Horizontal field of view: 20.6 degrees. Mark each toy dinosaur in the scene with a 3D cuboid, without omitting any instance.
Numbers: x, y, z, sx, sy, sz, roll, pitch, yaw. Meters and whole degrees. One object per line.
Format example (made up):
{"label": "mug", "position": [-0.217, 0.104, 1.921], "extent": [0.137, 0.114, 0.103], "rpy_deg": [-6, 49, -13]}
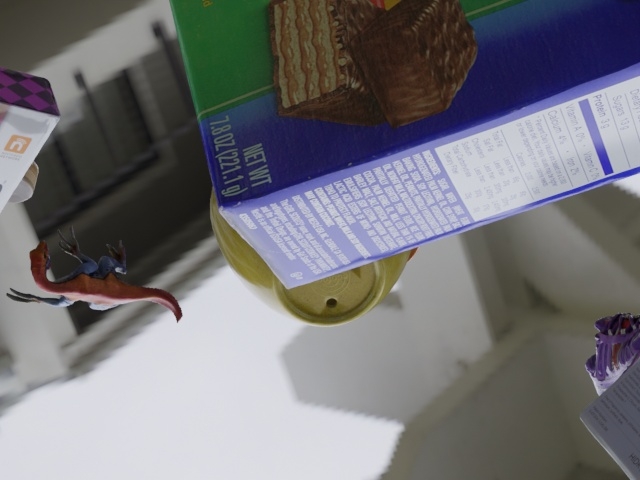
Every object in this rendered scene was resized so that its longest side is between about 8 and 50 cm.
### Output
{"label": "toy dinosaur", "position": [-0.127, 0.019, 0.981], "extent": [0.090, 0.047, 0.082], "rpy_deg": [13, -172, 12]}

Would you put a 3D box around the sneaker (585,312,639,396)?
{"label": "sneaker", "position": [0.245, 0.081, 1.379], "extent": [0.068, 0.071, 0.170], "rpy_deg": [-24, 159, -26]}

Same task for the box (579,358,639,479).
{"label": "box", "position": [0.228, 0.125, 1.037], "extent": [0.087, 0.101, 0.102], "rpy_deg": [-43, -153, 5]}

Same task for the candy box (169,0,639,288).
{"label": "candy box", "position": [0.084, -0.158, 0.881], "extent": [0.317, 0.122, 0.268], "rpy_deg": [-19, -114, 9]}

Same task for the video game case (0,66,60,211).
{"label": "video game case", "position": [-0.296, -0.031, 0.997], "extent": [0.232, 0.210, 0.042], "rpy_deg": [13, -143, -37]}

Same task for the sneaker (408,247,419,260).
{"label": "sneaker", "position": [0.012, -0.040, 1.472], "extent": [0.124, 0.180, 0.321], "rpy_deg": [-43, 169, 7]}

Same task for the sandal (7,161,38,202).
{"label": "sandal", "position": [-0.313, -0.116, 1.368], "extent": [0.088, 0.240, 0.079], "rpy_deg": [-16, -126, 37]}

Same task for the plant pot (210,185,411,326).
{"label": "plant pot", "position": [0.000, 0.000, 1.091], "extent": [0.134, 0.134, 0.095], "rpy_deg": [-17, -151, 4]}
